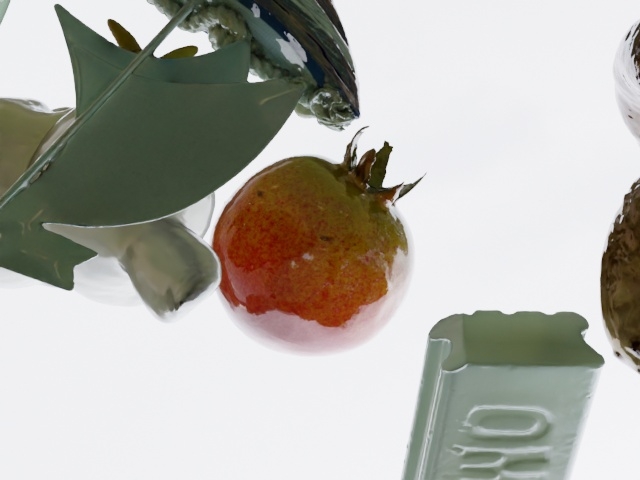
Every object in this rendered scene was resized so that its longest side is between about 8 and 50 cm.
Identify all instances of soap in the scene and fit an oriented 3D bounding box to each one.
[{"bbox_3d":[0.130,0.149,0.911,0.119,0.198,0.066,1,-147,-10],"label":"soap"}]

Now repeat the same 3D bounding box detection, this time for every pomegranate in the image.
[{"bbox_3d":[0.000,0.000,1.272,0.256,0.221,0.221,-55,-147,11],"label":"pomegranate"}]

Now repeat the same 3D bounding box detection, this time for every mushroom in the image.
[{"bbox_3d":[0.304,-0.056,0.901,0.267,0.267,0.254,12,-136,47],"label":"mushroom"}]

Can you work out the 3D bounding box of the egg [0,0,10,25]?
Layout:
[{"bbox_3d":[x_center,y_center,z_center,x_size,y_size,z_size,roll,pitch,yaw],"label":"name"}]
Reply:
[{"bbox_3d":[-0.157,-0.105,0.339,0.149,0.192,0.149,4,-141,-3],"label":"egg"}]

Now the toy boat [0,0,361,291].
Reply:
[{"bbox_3d":[-0.103,-0.088,0.761,0.291,0.220,0.067,-54,174,-32],"label":"toy boat"}]

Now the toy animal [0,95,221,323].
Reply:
[{"bbox_3d":[-0.211,-0.037,1.038,0.367,0.196,0.241,4,-174,36],"label":"toy animal"}]
